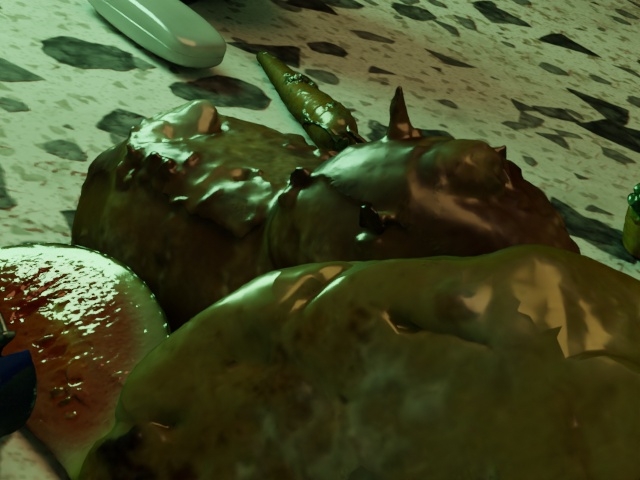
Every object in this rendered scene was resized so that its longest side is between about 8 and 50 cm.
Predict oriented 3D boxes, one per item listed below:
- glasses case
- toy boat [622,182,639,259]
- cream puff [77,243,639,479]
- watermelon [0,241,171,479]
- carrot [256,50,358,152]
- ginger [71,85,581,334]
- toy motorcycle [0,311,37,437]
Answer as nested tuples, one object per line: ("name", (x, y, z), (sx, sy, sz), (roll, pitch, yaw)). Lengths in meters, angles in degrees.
("glasses case", (-0.175, -0.233, 1.502), (0.074, 0.049, 0.193), (-8, 37, -46))
("toy boat", (0.357, -0.029, 1.440), (0.089, 0.088, 0.229), (34, 27, 27))
("cream puff", (0.060, 0.171, 0.607), (0.291, 0.324, 0.257), (59, 7, 33))
("watermelon", (-0.161, 0.064, 0.898), (0.119, 0.063, 0.245), (-13, 39, -29))
("carrot", (-0.021, -0.148, 1.463), (0.049, 0.049, 0.254), (7, 23, -27))
("ginger", (0.000, 0.000, 0.939), (0.176, 0.254, 0.418), (-14, 36, -43))
("toy motorcycle", (-0.244, 0.037, 0.819), (0.169, 0.113, 0.315), (17, 24, -18))
